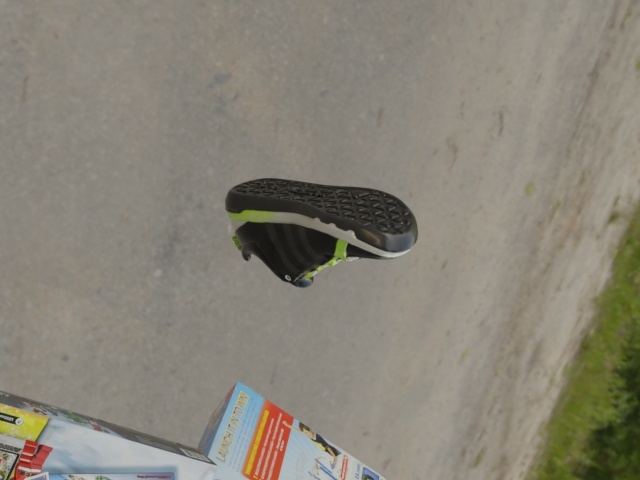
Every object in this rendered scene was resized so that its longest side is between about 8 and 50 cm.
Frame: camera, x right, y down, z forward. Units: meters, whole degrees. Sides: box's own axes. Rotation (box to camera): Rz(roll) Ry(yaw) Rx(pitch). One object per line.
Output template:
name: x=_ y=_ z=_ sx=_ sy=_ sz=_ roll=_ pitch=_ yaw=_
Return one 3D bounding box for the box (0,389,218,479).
box: x=-0.216 y=0.221 z=0.678 sx=0.233 sy=0.044 sz=0.159 roll=28 pitch=84 yaw=-34

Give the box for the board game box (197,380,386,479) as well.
board game box: x=-0.052 y=0.396 z=1.250 sx=0.086 sy=0.301 sz=0.308 roll=-53 pitch=-173 yaw=22

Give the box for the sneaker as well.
sneaker: x=0.000 y=0.000 z=0.819 sx=0.084 sy=0.234 sz=0.097 roll=-23 pitch=117 yaw=-40
